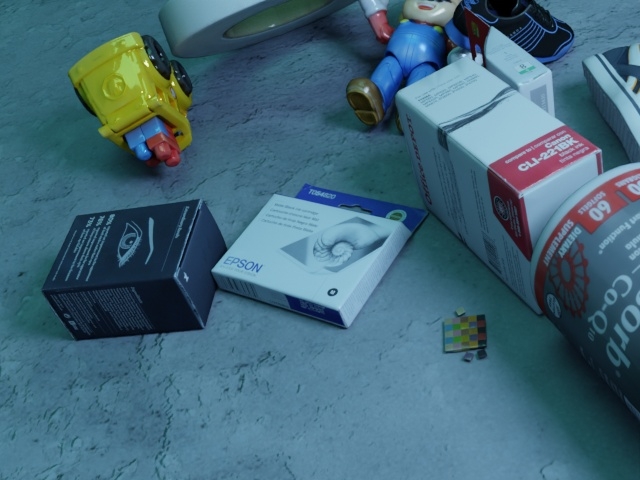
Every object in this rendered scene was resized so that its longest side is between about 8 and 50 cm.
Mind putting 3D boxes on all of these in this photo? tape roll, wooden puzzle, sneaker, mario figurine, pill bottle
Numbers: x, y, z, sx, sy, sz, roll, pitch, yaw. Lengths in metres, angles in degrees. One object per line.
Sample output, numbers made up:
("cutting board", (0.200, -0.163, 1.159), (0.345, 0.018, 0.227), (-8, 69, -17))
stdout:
("tape roll", (-0.076, -0.403, 1.570), (0.392, 0.072, 0.392), (-20, 5, 2))
("wooden puzzle", (0.172, 0.111, 1.124), (0.049, 0.006, 0.083), (-9, 43, 15))
("sneaker", (0.439, -0.164, 1.211), (0.127, 0.126, 0.321), (-20, 39, 12))
("mario figurine", (0.148, -0.330, 1.470), (0.170, 0.198, 0.320), (-37, 25, 55))
("sneaker", (0.299, -0.324, 1.397), (0.232, 0.090, 0.081), (-3, 58, -30))
("pill bottle", (0.377, 0.097, 0.895), (0.210, 0.210, 0.363), (-27, 41, -6))

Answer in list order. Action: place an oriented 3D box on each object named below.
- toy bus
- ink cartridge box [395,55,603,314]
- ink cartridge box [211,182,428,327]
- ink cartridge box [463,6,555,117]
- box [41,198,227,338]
("toy bus", (-0.277, -0.200, 1.543), (0.149, 0.220, 0.211), (-30, 71, 9))
("ink cartridge box", (0.219, -0.074, 1.157), (0.114, 0.197, 0.273), (-29, 42, -10))
("ink cartridge box", (0.000, 0.000, 1.288), (0.223, 0.045, 0.224), (13, 52, 34))
("ink cartridge box", (0.241, -0.194, 1.288), (0.056, 0.181, 0.225), (-25, 41, -9))
("box", (-0.252, 0.041, 1.307), (0.207, 0.108, 0.153), (-5, 43, 18))
